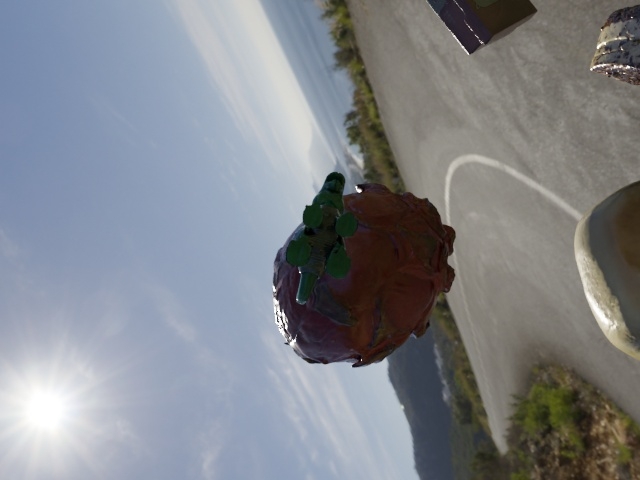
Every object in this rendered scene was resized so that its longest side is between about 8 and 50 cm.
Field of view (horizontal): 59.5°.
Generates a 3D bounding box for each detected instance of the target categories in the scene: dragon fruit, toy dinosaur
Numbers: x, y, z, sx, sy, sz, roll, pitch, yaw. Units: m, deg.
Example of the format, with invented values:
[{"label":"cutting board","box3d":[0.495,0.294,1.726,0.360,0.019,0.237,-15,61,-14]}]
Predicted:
[{"label":"dragon fruit","box3d":[0.063,0.059,0.913,0.277,0.342,0.277,51,178,2]},{"label":"toy dinosaur","box3d":[0.000,0.000,0.534,0.096,0.059,0.133,-95,22,-80]}]

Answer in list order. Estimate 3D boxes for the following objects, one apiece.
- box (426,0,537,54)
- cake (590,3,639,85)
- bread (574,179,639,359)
[{"label":"box","box3d":[0.375,-0.572,1.334,0.215,0.215,0.086,53,148,2]},{"label":"cake","box3d":[0.588,-0.315,0.974,0.135,0.245,0.112,28,105,55]},{"label":"bread","box3d":[0.735,0.077,1.163,0.253,0.347,0.376,49,-151,-49]}]
